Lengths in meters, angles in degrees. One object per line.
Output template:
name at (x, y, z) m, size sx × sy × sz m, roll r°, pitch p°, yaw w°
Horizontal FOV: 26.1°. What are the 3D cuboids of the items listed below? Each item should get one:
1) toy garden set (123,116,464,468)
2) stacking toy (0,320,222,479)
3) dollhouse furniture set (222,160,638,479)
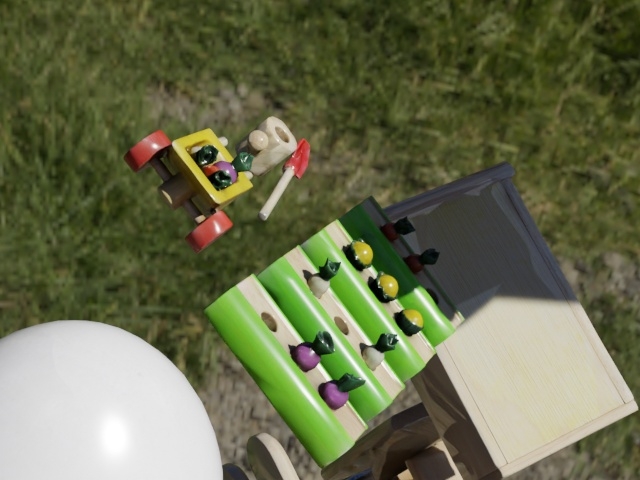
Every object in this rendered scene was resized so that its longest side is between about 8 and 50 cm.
toy garden set at (0.000, 0.000, 0.840) m, size 0.204 × 0.049 × 0.244 m, roll 53°, pitch 26°, yaw 1°
stacking toy at (-0.120, 0.232, 0.597) m, size 0.351 × 0.480 × 0.350 m, roll 11°, pitch 30°, yaw -7°
dollhouse furniture set at (0.096, 0.136, 1.372) m, size 0.362 × 0.394 × 0.256 m, roll -21°, pitch 76°, yaw -26°
